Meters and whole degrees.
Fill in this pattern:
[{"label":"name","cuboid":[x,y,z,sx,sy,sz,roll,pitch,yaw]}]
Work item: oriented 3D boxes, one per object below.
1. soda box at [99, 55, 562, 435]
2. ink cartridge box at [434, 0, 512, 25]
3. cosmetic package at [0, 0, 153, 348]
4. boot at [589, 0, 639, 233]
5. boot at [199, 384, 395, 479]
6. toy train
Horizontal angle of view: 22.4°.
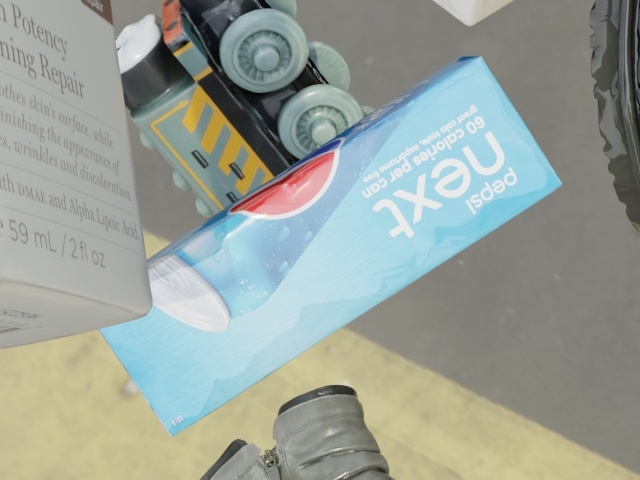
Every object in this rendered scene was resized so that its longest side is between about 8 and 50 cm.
[{"label":"soda box","cuboid":[0.000,0.000,0.745,0.210,0.071,0.067,-33,7,0]},{"label":"ink cartridge box","cuboid":[0.131,-0.250,1.124,0.104,0.181,0.061,-34,62,-29]},{"label":"cosmetic package","cuboid":[-0.121,-0.086,0.484,0.085,0.117,0.231,-11,79,16]},{"label":"boot","cuboid":[0.306,-0.162,0.998,0.260,0.131,0.348,4,108,28]},{"label":"boot","cuboid":[-0.034,0.211,0.928,0.246,0.083,0.161,-44,56,6]},{"label":"toy train","cuboid":[-0.051,-0.095,1.468,0.190,0.334,0.142,-33,30,11]}]
